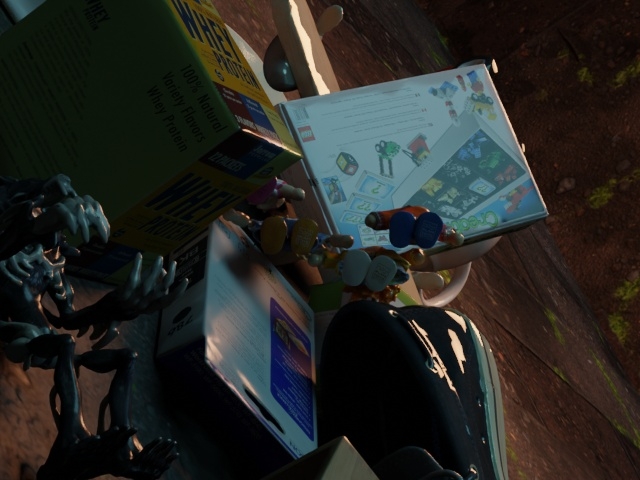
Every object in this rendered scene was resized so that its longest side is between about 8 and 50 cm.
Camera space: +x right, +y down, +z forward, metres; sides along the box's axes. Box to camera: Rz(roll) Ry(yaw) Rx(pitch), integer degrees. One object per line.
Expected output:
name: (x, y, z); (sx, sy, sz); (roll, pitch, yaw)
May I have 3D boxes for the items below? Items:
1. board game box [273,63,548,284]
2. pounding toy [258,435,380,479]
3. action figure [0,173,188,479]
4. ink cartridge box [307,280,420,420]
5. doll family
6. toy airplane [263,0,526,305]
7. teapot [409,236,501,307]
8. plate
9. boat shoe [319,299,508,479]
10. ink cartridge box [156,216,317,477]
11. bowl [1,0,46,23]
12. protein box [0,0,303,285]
board game box: (0.096, -0.078, 1.867); (0.305, 0.053, 0.193); (-14, 78, -38)
pounding toy: (-0.017, 0.239, 1.339); (0.100, 0.141, 0.130); (53, 29, -10)
action figure: (-0.176, 0.037, 1.218); (0.164, 0.141, 0.276); (28, 34, -59)
ink cartridge box: (0.055, 0.191, 1.752); (0.189, 0.097, 0.255); (42, 50, -45)
doll family: (0.000, 0.000, 1.652); (0.263, 0.118, 0.163); (17, 4, 2)
toy airplane: (0.039, -0.072, 2.039); (0.384, 0.272, 0.386); (22, 71, -49)
teapot: (0.127, -0.039, 2.330); (0.256, 0.187, 0.252); (38, -13, -2)
plate: (-0.095, -0.213, 2.295); (0.188, 0.024, 0.188); (51, 14, -18)
boat shoe: (0.089, 0.255, 1.489); (0.156, 0.187, 0.500); (25, 41, -34)
ink cartridge box: (-0.073, 0.100, 1.570); (0.165, 0.065, 0.333); (50, 13, -19)
bowl: (-0.219, -0.270, 1.791); (0.298, 0.134, 0.298); (50, 14, -18)
protein box: (-0.163, -0.103, 1.446); (0.200, 0.201, 0.136); (60, 15, 18)
